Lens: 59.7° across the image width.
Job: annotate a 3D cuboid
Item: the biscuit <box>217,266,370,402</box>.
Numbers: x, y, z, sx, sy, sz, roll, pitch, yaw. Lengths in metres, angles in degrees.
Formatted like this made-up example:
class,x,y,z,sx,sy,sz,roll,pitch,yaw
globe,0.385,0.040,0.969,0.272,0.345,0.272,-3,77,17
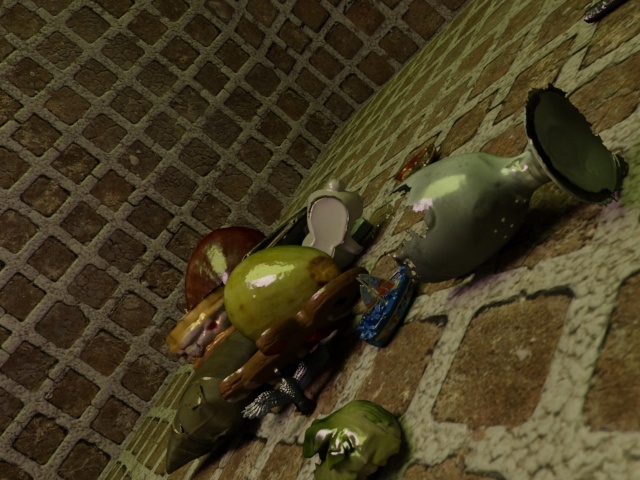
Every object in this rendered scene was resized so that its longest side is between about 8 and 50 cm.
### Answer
class,x,y,z,sx,sy,sz,roll,pitch,yaw
biscuit,-0.037,0.210,1.187,0.432,0.064,0.283,-46,-21,29

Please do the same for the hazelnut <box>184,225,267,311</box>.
class,x,y,z,sx,sy,sz,roll,pitch,yaw
hazelnut,-0.303,0.155,1.980,0.421,0.353,0.420,-38,32,29

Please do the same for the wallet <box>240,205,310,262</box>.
class,x,y,z,sx,sy,sz,roll,pitch,yaw
wallet,-0.112,0.033,1.672,0.262,0.071,0.221,-42,-27,-11

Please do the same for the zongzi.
class,x,y,z,sx,sy,sz,roll,pitch,yaw
zongzi,-0.269,0.417,1.509,0.393,0.174,0.356,-55,1,39

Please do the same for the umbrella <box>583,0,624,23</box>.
class,x,y,z,sx,sy,sz,roll,pitch,yaw
umbrella,0.592,-0.484,1.125,0.133,0.031,0.036,148,130,-60

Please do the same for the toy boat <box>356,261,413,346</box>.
class,x,y,z,sx,sy,sz,roll,pitch,yaw
toy boat,0.112,0.102,1.047,0.175,0.110,0.091,-54,11,-18

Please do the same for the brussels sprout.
class,x,y,z,sx,sy,sz,roll,pitch,yaw
brussels sprout,0.045,0.286,0.808,0.139,0.100,0.181,-37,-9,-30

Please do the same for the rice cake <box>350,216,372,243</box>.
class,x,y,z,sx,sy,sz,roll,pitch,yaw
rice cake,0.060,0.035,1.632,0.245,0.042,0.045,-50,24,11

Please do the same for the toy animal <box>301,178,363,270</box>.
class,x,y,z,sx,sy,sz,roll,pitch,yaw
toy animal,0.007,0.000,1.539,0.325,0.208,0.154,-53,-12,12

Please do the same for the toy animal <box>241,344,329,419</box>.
class,x,y,z,sx,sy,sz,roll,pitch,yaw
toy animal,-0.057,0.301,1.128,0.220,0.108,0.062,-34,1,-17

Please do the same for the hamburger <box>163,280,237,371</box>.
class,x,y,z,sx,sy,sz,roll,pitch,yaw
hamburger,-0.305,0.286,1.675,0.276,0.237,0.276,-43,-3,-3

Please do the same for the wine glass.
class,x,y,z,sx,sy,sz,roll,pitch,yaw
wine glass,0.243,-0.062,0.840,0.357,0.190,0.190,-34,21,50

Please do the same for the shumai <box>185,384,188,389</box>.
class,x,y,z,sx,sy,sz,roll,pitch,yaw
shumai,-0.330,0.448,1.682,0.184,0.142,0.184,-53,11,14

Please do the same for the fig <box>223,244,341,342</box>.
class,x,y,z,sx,sy,sz,roll,pitch,yaw
fig,-0.080,0.131,1.382,0.326,0.258,0.258,-24,28,43

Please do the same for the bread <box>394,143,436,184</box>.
class,x,y,z,sx,sy,sz,roll,pitch,yaw
bread,0.246,-0.182,1.525,0.154,0.054,0.136,-52,11,-26
